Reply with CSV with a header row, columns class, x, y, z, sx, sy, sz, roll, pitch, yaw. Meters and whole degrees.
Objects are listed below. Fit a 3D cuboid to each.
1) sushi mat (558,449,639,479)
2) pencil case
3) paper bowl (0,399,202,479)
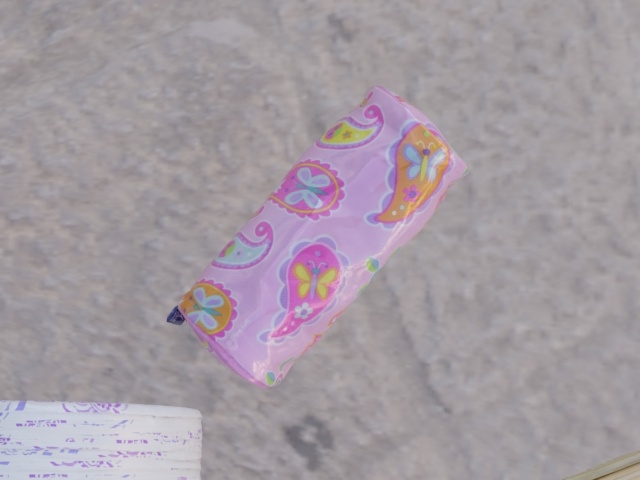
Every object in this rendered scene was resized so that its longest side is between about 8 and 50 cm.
class,x,y,z,sx,sy,sz,roll,pitch,yaw
sushi mat,0.267,0.076,0.821,0.151,0.317,0.019,-6,71,-57
pencil case,0.000,0.000,1.394,0.124,0.124,0.284,40,91,-21
paper bowl,-0.242,0.211,1.339,0.284,0.284,0.148,3,82,-26
